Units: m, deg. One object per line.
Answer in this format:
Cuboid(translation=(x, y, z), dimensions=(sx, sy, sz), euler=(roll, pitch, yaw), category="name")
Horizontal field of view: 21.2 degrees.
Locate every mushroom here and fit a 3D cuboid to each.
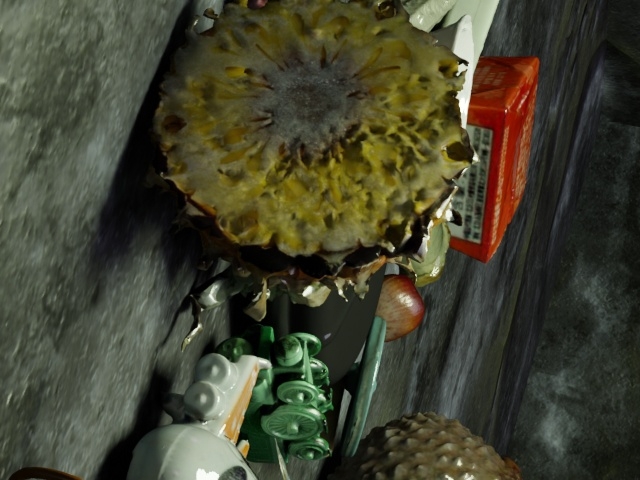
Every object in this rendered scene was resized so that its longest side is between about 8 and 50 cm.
Cuboid(translation=(0.099, -0.058, 2.003), dimensions=(0.312, 0.081, 0.100), euler=(74, 19, -54), category="mushroom")

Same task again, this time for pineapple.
Cuboid(translation=(-0.016, -0.026, 1.347), dimensions=(0.272, 0.262, 0.262), euler=(102, 6, -63), category="pineapple")

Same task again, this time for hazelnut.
Cuboid(translation=(0.084, 0.082, 2.060), dimensions=(0.086, 0.086, 0.086), euler=(11, 90, -76), category="hazelnut")

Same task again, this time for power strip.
Cuboid(translation=(0.165, -0.240, 2.091), dimensions=(0.098, 0.058, 0.338), euler=(121, -7, -49), category="power strip")

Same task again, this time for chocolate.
Cuboid(translation=(0.230, -0.125, 2.406), dimensions=(0.235, 0.108, 0.237), euler=(-55, 154, -59), category="chocolate")

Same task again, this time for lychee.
Cuboid(translation=(0.127, 0.351, 2.022), dimensions=(0.300, 0.300, 0.300), euler=(11, 90, -76), category="lychee")

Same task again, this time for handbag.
Cuboid(translation=(0.001, 0.000, 1.621), dimensions=(0.254, 0.093, 0.308), euler=(-63, 159, -50), category="handbag")

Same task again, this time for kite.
Cuboid(translation=(-0.001, 0.261, 1.329), dimensions=(0.229, 0.016, 0.127), euler=(-115, -176, -51), category="kite")

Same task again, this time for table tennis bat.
Cuboid(translation=(0.043, 0.153, 1.804), dimensions=(0.237, 0.038, 0.149), euler=(113, -11, -87), category="table tennis bat")

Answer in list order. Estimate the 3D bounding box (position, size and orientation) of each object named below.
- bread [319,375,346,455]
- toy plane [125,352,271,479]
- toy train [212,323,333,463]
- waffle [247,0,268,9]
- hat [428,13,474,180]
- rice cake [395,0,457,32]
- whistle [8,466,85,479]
Cuboid(translation=(0.004, 0.123, 1.808), dimensions=(0.073, 0.053, 0.214), euler=(-156, -105, -84), category="bread")
Cuboid(translation=(-0.088, 0.210, 1.384), dimensions=(0.244, 0.117, 0.245), euler=(13, 90, -76), category="toy plane")
Cuboid(translation=(-0.043, 0.140, 1.531), dimensions=(0.178, 0.104, 0.071), euler=(81, 12, -54), category="toy train")
Cuboid(translation=(-0.017, -0.270, 1.429), dimensions=(0.221, 0.055, 0.234), euler=(-21, 118, -73), category="waffle")
Cuboid(translation=(0.081, -0.144, 1.755), dimensions=(0.203, 0.126, 0.203), euler=(11, 90, -76), category="hat")
Cuboid(translation=(0.111, -0.258, 1.944), dimensions=(0.057, 0.052, 0.256), euler=(-63, 174, 25), category="rice cake")
Cuboid(translation=(-0.170, 0.160, 1.042), dimensions=(0.046, 0.109, 0.057), euler=(-28, 122, -71), category="whistle")
